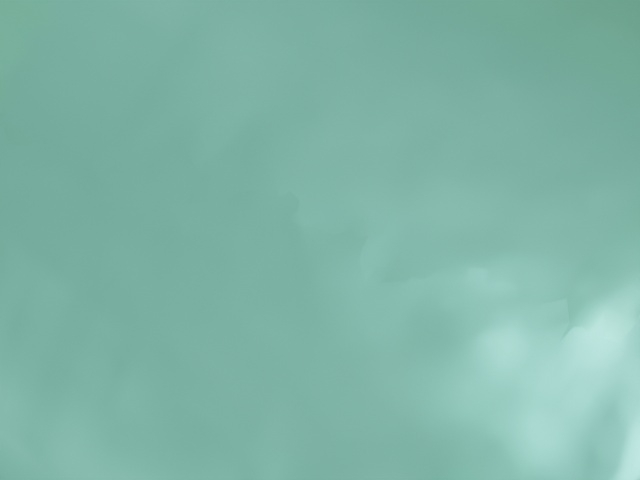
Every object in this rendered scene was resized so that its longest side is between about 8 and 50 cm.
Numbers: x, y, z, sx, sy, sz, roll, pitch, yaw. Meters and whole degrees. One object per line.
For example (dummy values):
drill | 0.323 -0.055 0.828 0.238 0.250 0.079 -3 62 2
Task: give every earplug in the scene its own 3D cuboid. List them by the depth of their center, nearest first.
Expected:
earplug | 0.000 0.000 0.521 0.394 0.312 0.312 33 72 33
